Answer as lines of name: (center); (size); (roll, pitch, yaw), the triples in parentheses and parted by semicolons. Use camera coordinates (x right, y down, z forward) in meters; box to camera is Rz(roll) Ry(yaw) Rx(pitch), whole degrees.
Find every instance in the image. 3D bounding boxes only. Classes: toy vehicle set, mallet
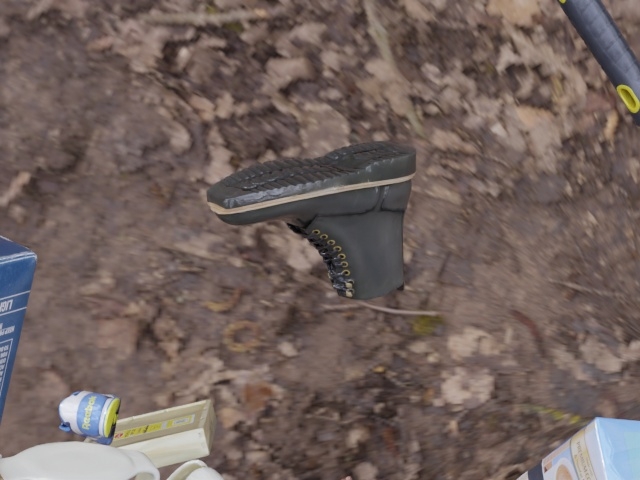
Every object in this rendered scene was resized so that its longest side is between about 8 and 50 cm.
toy vehicle set: (-0.223, 0.258, 1.932); (0.166, 0.267, 0.035); (-13, 92, -1)
mallet: (0.080, -0.127, 0.609); (0.039, 0.062, 0.190); (-37, 104, -27)

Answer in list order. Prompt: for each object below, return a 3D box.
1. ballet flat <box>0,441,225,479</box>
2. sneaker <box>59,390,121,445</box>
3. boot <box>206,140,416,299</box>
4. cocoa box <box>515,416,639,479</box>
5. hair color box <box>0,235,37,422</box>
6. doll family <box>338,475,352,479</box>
ballet flat: (-0.067, 0.112, 0.549); (0.073, 0.206, 0.067); (41, 103, 37)
sneaker: (-0.241, 0.182, 1.554); (0.059, 0.144, 0.053); (10, 76, -4)
boot: (0.000, 0.000, 1.262); (0.077, 0.197, 0.137); (30, 126, 54)
cocoa box: (0.400, 0.417, 1.787); (0.231, 0.228, 0.347); (7, 57, -21)
hair color box: (-0.306, 0.142, 0.925); (0.174, 0.105, 0.347); (23, 107, 24)
doll family: (-0.045, 0.328, 1.678); (0.193, 0.111, 0.076); (-20, 82, -6)
